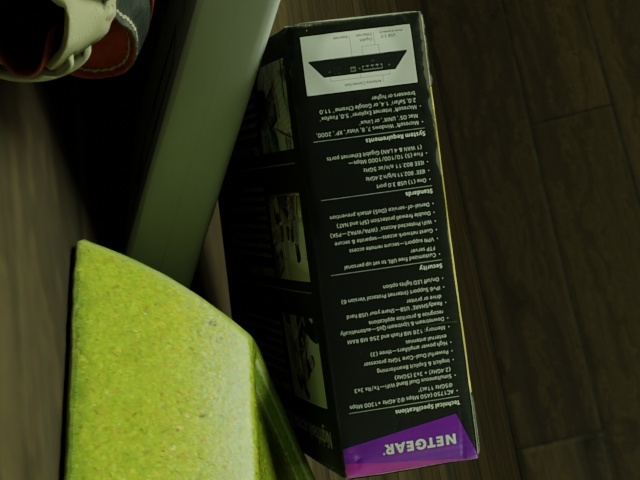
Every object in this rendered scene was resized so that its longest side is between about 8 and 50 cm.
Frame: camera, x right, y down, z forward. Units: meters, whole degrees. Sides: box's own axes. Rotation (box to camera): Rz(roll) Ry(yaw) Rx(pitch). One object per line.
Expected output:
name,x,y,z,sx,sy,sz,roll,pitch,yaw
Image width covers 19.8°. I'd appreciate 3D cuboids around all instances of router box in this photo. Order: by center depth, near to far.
router box,0.000,0.000,0.610,0.179,0.046,0.133,-174,-103,-78

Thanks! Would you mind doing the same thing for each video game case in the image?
video game case,-0.024,-0.131,0.589,0.206,0.026,0.227,-94,-161,-54

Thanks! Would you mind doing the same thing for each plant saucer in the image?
plant saucer,-0.019,0.120,0.520,0.188,0.045,0.188,-96,169,-48

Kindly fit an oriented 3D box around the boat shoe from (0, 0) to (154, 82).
boat shoe,-0.074,-0.060,0.437,0.137,0.049,0.043,44,36,-72
